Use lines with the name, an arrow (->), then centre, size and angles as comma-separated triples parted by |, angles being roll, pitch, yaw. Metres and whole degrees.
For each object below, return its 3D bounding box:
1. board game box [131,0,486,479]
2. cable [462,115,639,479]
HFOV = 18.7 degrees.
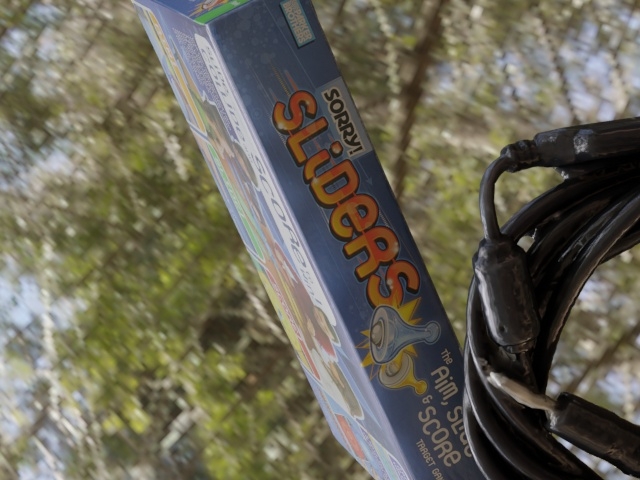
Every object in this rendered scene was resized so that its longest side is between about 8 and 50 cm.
board game box -> 0.000, 0.000, 0.681 | 0.035, 0.136, 0.201 | -27, -71, -9
cable -> 0.136, 0.029, 0.601 | 0.184, 0.047, 0.151 | -8, -75, -8
